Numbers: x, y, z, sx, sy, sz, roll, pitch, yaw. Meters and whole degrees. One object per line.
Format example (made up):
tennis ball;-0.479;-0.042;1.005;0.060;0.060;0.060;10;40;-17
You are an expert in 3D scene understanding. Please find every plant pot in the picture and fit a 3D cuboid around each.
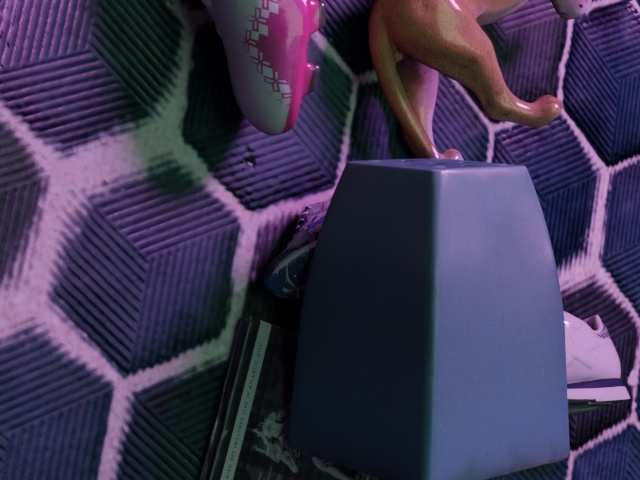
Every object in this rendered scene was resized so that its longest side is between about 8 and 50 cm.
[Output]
plant pot;0.086;0.054;1.121;0.165;0.165;0.234;-6;99;-40

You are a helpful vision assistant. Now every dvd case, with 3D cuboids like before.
dvd case;0.001;0.174;1.183;0.221;0.018;0.164;24;73;-37

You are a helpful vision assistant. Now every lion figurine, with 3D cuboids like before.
lion figurine;0.144;-0.240;1.253;0.240;0.142;0.392;47;62;-25

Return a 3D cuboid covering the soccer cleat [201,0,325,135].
soccer cleat;-0.077;-0.247;1.102;0.143;0.116;0.331;-1;92;-15

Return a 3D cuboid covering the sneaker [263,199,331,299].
sneaker;0.000;0.000;1.174;0.135;0.058;0.052;-34;136;-27

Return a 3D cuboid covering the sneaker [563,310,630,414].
sneaker;0.191;0.110;1.317;0.235;0.090;0.095;8;69;-43
